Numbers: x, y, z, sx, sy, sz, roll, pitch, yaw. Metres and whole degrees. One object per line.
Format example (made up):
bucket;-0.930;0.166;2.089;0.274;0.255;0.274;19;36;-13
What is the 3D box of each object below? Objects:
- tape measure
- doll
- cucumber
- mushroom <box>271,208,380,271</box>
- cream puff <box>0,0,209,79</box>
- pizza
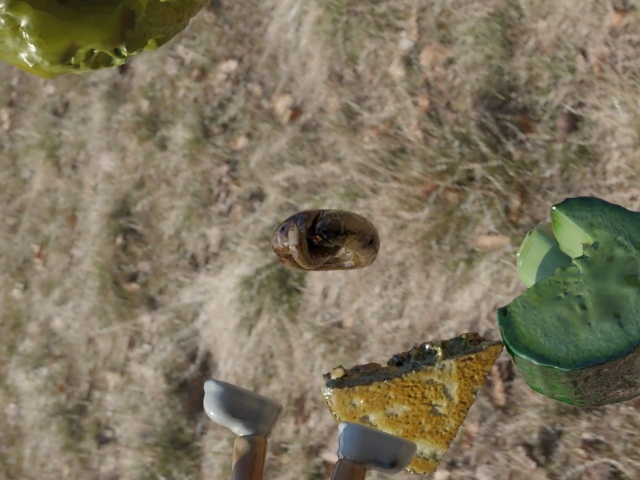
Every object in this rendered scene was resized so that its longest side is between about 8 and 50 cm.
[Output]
tape measure;0.308;0.037;1.477;0.177;0.154;0.087;41;115;40
doll;-0.032;0.218;0.840;0.085;0.183;0.217;167;120;-72
cucumber;0.276;0.070;1.237;0.191;0.130;0.191;-11;58;18
mushroom;0.000;-0.002;1.550;0.135;0.170;0.080;-14;80;18
cream puff;-0.215;-0.275;1.084;0.185;0.282;0.281;162;119;-70
pizza;0.113;0.156;1.355;0.199;0.188;0.062;-36;32;14
